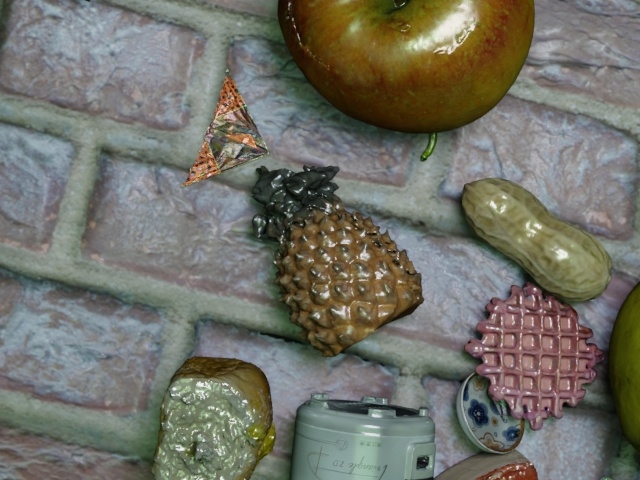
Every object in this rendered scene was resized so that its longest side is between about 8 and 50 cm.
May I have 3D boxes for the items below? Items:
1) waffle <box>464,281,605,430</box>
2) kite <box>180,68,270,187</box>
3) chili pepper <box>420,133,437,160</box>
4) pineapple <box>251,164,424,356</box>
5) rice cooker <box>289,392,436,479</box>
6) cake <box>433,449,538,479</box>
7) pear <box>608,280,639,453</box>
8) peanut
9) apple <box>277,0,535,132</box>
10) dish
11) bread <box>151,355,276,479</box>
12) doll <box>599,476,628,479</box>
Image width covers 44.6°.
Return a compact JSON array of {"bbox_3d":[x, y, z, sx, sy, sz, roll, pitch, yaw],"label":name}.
[{"bbox_3d":[0.363,0.190,1.325,0.221,0.055,0.234,-40,92,-15],"label":"waffle"},{"bbox_3d":[-0.145,-0.172,1.356,0.125,0.008,0.222,22,88,-2],"label":"kite"},{"bbox_3d":[0.189,-0.179,1.363,0.030,0.017,0.083,10,89,0],"label":"chili pepper"},{"bbox_3d":[0.000,-0.001,1.274,0.223,0.223,0.357,-31,79,-3],"label":"pineapple"},{"bbox_3d":[0.065,0.368,1.236,0.241,0.281,0.226,2,83,39],"label":"rice cooker"},{"bbox_3d":[0.327,0.463,1.284,0.160,0.158,0.262,-43,92,-1],"label":"cake"},{"bbox_3d":[0.627,0.175,1.217,0.352,0.352,0.413,38,84,-1],"label":"pear"},{"bbox_3d":[0.360,-0.003,1.307,0.298,0.136,0.120,36,91,0],"label":"peanut"},{"bbox_3d":[0.137,-0.345,1.213,0.384,0.374,0.374,24,88,14],"label":"apple"},{"bbox_3d":[0.271,0.300,1.332,0.141,0.078,0.141,16,57,-27],"label":"dish"},{"bbox_3d":[-0.158,0.292,1.227,0.176,0.246,0.195,6,92,0],"label":"bread"},{"bbox_3d":[0.520,0.481,1.340,0.115,0.078,0.150,13,101,35],"label":"doll"}]
